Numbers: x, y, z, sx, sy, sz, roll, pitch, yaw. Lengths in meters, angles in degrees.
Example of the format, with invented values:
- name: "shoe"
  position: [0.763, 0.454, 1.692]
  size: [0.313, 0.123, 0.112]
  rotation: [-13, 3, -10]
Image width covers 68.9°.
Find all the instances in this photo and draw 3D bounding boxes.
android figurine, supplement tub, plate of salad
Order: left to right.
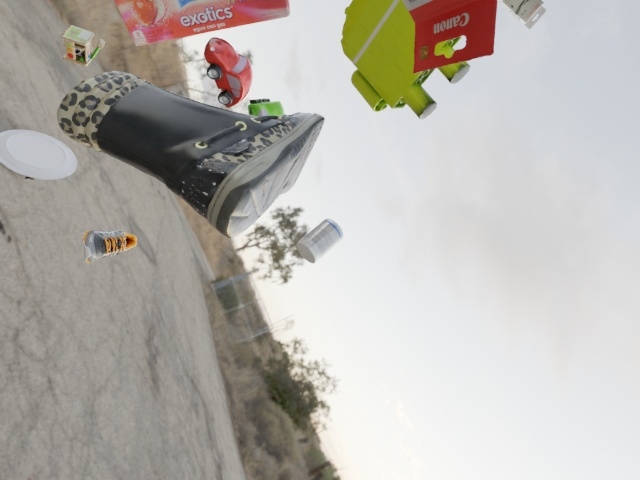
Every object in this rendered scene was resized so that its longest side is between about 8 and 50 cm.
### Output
- name: "plate of salad"
  position: [-0.764, -0.224, 1.248]
  size: [0.048, 0.200, 0.199]
  rotation: [-50, -126, 31]
- name: "supplement tub"
  position: [0.000, 0.000, 1.178]
  size: [0.071, 0.107, 0.071]
  rotation: [38, -27, 23]
- name: "android figurine"
  position: [0.141, -0.361, 0.849]
  size: [0.272, 0.056, 0.248]
  rotation: [53, -49, 16]

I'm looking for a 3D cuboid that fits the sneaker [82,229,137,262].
- name: "sneaker"
  position: [-0.571, 0.008, 1.263]
  size: [0.215, 0.083, 0.084]
  rotation: [-92, -178, -79]

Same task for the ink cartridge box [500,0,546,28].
- name: "ink cartridge box"
  position: [0.412, -0.473, 0.941]
  size: [0.083, 0.048, 0.028]
  rotation: [39, 21, -4]

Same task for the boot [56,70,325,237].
- name: "boot"
  position: [-0.103, -0.110, 0.456]
  size: [0.179, 0.236, 0.085]
  rotation: [28, -57, 3]

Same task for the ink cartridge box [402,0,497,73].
- name: "ink cartridge box"
  position: [0.162, -0.358, 0.634]
  size: [0.181, 0.056, 0.224]
  rotation: [-155, -116, -64]

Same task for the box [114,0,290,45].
- name: "box"
  position: [-0.213, -0.479, 0.850]
  size: [0.142, 0.300, 0.154]
  rotation: [76, 9, -46]

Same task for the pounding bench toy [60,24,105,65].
- name: "pounding bench toy"
  position: [-0.531, -0.431, 1.054]
  size: [0.065, 0.083, 0.052]
  rotation: [118, -17, -48]

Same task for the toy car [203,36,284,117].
- name: "toy car"
  position: [-0.104, -0.202, 0.766]
  size: [0.225, 0.053, 0.238]
  rotation: [-53, 141, -65]
